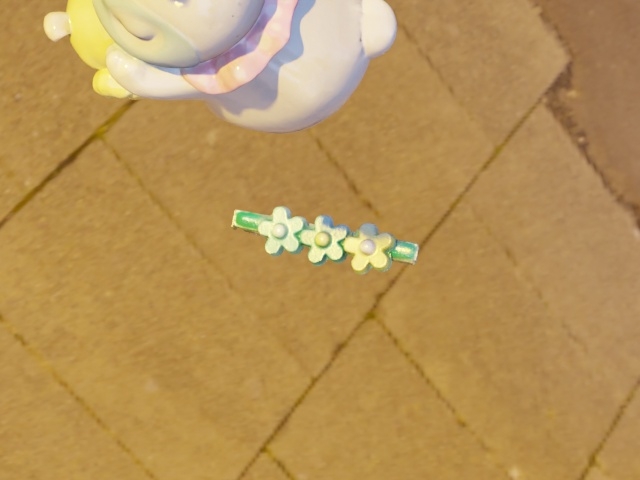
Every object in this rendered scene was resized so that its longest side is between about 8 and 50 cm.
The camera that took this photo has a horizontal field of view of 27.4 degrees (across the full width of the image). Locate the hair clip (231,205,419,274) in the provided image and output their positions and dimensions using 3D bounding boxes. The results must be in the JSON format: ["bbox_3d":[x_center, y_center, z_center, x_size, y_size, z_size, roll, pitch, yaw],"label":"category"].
[{"bbox_3d":[0.000,0.001,1.142,0.049,0.173,0.049,10,90,-66],"label":"hair clip"}]

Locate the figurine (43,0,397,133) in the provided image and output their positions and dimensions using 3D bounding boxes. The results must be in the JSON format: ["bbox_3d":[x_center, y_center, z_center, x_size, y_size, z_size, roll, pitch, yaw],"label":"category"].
[{"bbox_3d":[-0.079,-0.140,0.731,0.235,0.155,0.127,18,84,-55],"label":"figurine"}]
